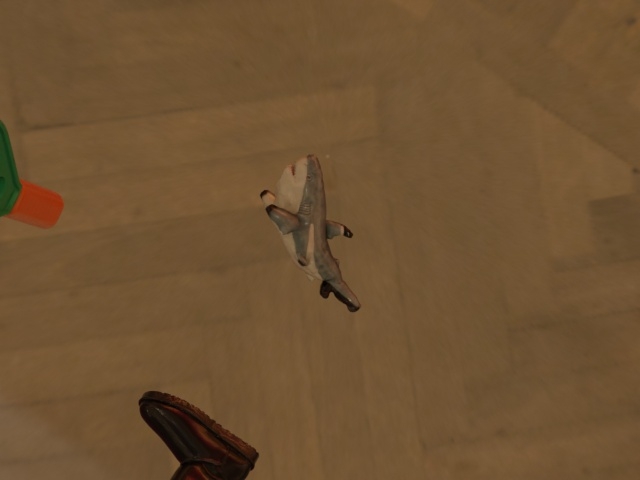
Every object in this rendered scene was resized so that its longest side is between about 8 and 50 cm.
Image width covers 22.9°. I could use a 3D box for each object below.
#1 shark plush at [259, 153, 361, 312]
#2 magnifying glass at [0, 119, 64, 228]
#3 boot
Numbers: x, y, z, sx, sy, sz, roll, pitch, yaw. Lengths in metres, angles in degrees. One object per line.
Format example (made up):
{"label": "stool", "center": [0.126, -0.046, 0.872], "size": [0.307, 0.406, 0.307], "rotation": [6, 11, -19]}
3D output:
{"label": "shark plush", "center": [0.000, 0.000, 1.538], "size": [0.067, 0.073, 0.161], "rotation": [-27, 94, 0]}
{"label": "magnifying glass", "center": [-0.221, -0.034, 1.062], "size": [0.026, 0.231, 0.092], "rotation": [26, 89, 12]}
{"label": "boot", "center": [-0.115, 0.192, 1.304], "size": [0.121, 0.045, 0.099], "rotation": [34, 57, -9]}
